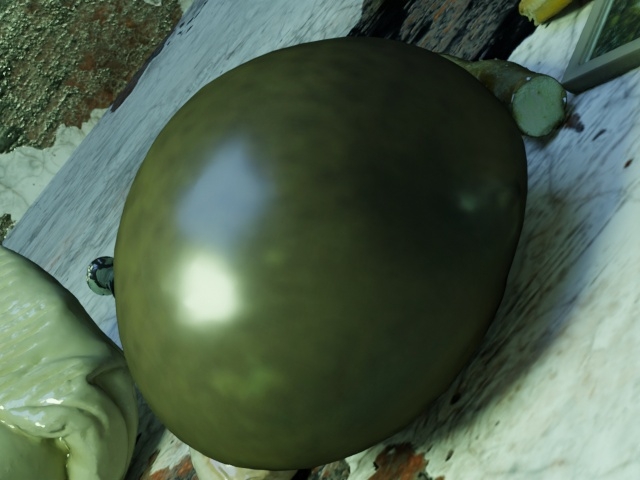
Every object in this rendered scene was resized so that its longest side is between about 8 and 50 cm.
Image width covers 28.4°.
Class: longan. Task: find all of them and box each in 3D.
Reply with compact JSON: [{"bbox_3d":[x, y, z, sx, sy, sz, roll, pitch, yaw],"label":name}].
[{"bbox_3d":[0.000,0.000,0.919,0.350,0.288,0.288,-57,20,-23],"label":"longan"}]

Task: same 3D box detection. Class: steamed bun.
[{"bbox_3d":[-0.363,0.209,1.381,0.342,0.255,0.368,-29,48,-9],"label":"steamed bun"}]

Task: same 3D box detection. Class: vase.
[{"bbox_3d":[-0.280,0.055,1.749,0.059,0.059,0.167,-55,20,-10],"label":"vase"}]

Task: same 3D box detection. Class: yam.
[{"bbox_3d":[0.146,-0.137,1.148,0.061,0.061,0.253,-52,21,-1],"label":"yam"}]

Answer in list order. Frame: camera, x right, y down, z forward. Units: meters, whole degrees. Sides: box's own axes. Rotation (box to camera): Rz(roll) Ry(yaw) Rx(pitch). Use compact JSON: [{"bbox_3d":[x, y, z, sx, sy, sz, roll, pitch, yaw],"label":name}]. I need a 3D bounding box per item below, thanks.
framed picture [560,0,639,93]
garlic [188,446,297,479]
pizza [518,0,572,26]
[{"bbox_3d":[0.331,-0.275,1.041,0.240,0.020,0.324,-20,37,55],"label":"framed picture"},{"bbox_3d":[-0.049,0.156,1.037,0.128,0.090,0.198,-21,30,34],"label":"garlic"},{"bbox_3d":[0.247,-0.294,1.210,0.181,0.034,0.262,-55,13,20],"label":"pizza"}]
